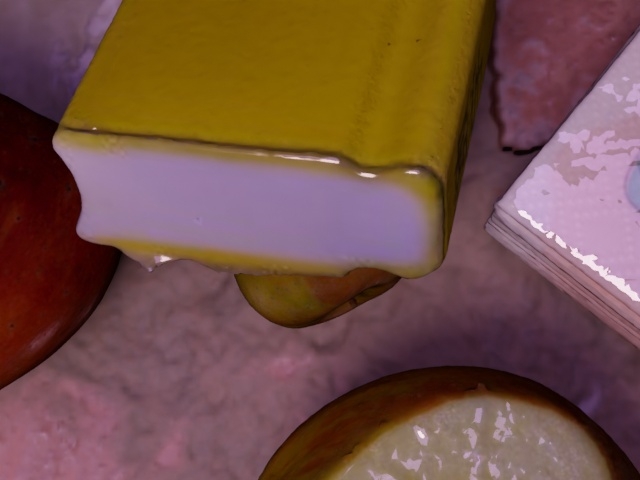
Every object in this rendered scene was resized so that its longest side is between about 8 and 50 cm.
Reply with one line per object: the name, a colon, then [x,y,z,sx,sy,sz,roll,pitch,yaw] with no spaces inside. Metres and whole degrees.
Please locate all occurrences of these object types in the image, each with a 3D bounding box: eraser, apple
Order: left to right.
apple: [-0.178,0.004,0.622,0.156,0.147,0.158,33,85,-11]
eraser: [-0.007,-0.085,0.602,0.158,0.069,0.226,8,48,10]
apple: [0.000,0.000,0.631,0.089,0.089,0.074,-37,68,-2]
apple: [0.061,0.149,0.560,0.173,0.160,0.195,-16,80,6]

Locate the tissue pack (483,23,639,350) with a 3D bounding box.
tissue pack: [0.252,0.025,0.609,0.325,0.071,0.170,37,84,10]
